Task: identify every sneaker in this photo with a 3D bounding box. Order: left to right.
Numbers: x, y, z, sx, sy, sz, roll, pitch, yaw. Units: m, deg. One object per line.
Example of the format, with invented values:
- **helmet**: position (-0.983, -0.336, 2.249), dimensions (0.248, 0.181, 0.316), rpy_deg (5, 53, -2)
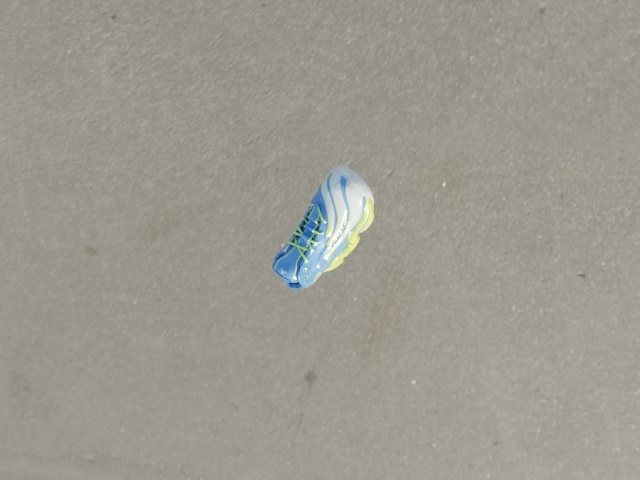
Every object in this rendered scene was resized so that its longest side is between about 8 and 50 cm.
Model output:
- **sneaker**: position (0.000, 0.000, 1.145), dimensions (0.091, 0.126, 0.240), rpy_deg (36, 149, 13)
